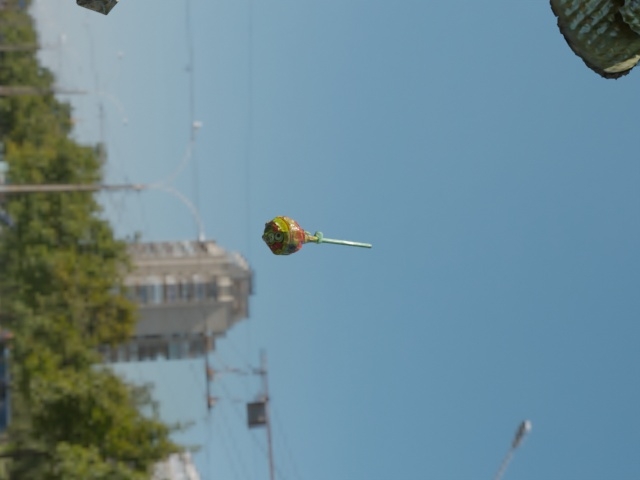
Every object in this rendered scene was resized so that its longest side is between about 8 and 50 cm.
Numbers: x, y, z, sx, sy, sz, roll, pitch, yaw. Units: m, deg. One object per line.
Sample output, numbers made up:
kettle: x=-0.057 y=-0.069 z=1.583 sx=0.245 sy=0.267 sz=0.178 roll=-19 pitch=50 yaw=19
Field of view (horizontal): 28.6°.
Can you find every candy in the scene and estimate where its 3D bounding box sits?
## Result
candy: x=0.000 y=0.000 z=1.895 sx=0.060 sy=0.201 sz=0.060 roll=-10 pitch=-103 yaw=50

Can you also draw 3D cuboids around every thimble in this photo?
thimble: x=0.400 y=-0.342 z=1.536 sx=0.271 sy=0.150 sz=0.270 roll=166 pitch=-90 yaw=-74

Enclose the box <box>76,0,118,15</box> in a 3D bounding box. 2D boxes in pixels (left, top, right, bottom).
box: x=-0.358 y=-0.410 z=1.989 sx=0.045 sy=0.062 sz=0.098 roll=-40 pitch=-132 yaw=34
